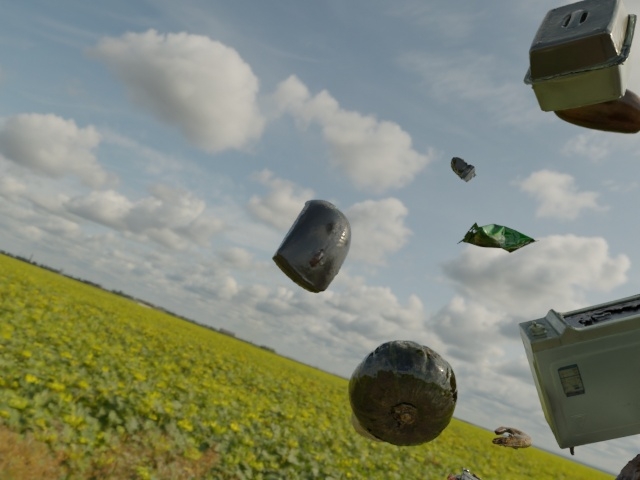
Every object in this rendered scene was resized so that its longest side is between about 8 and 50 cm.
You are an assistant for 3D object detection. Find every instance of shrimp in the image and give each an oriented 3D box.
[{"bbox_3d":[0.549,0.569,1.711,0.163,0.045,0.095,10,27,-29],"label":"shrimp"}]

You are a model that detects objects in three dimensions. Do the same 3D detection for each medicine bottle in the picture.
[{"bbox_3d":[0.157,0.471,1.541,0.114,0.114,0.252,20,-16,-4],"label":"medicine bottle"}]

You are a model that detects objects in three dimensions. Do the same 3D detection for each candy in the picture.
[{"bbox_3d":[0.537,-0.009,1.781,0.203,0.078,0.141,12,-5,-8],"label":"candy"}]

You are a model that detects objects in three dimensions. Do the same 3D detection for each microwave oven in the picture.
[{"bbox_3d":[0.670,0.283,1.337,0.355,0.286,0.218,-17,3,11],"label":"microwave oven"}]

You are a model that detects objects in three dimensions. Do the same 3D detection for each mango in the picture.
[{"bbox_3d":[0.792,-0.374,1.648,0.268,0.111,0.133,16,-33,21],"label":"mango"}]

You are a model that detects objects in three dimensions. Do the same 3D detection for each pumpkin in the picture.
[{"bbox_3d":[0.164,0.301,1.164,0.224,0.223,0.157,21,30,-9],"label":"pumpkin"}]

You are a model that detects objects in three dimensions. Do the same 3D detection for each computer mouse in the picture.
[{"bbox_3d":[0.000,0.000,1.539,0.170,0.269,0.100,39,-36,-14],"label":"computer mouse"}]

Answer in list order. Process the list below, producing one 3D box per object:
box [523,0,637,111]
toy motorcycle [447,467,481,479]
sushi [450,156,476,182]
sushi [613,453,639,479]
[{"bbox_3d":[0.606,-0.438,1.359,0.221,0.290,0.166,-4,-53,35],"label":"box"},{"bbox_3d":[0.508,0.809,1.699,0.326,0.147,0.221,30,17,12],"label":"toy motorcycle"},{"bbox_3d":[0.493,-0.245,2.032,0.083,0.056,0.085,44,7,26],"label":"sushi"},{"bbox_3d":[0.627,0.377,0.931,0.179,0.296,0.166,44,13,-49],"label":"sushi"}]
